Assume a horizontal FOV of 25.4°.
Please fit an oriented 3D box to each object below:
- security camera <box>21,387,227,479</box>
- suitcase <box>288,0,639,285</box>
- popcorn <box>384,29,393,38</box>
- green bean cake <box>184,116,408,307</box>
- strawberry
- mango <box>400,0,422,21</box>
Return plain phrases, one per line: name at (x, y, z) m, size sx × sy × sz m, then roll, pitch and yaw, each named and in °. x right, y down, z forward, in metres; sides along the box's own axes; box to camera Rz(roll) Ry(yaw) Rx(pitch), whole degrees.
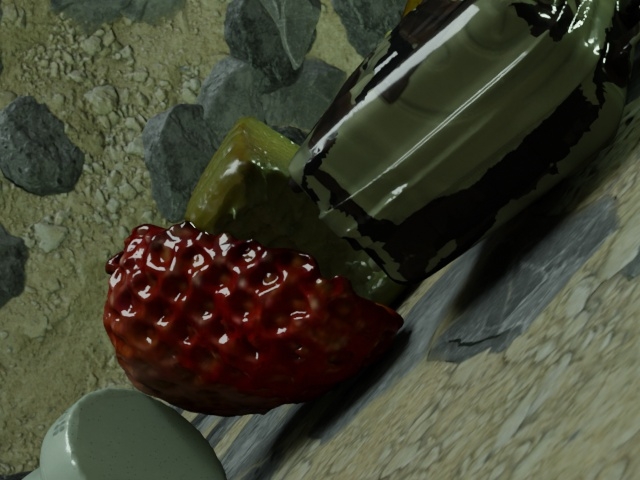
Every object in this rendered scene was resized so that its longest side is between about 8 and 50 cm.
security camera at (-0.222, 0.282, 1.366) m, size 0.236 × 0.194 × 0.194 m, roll -49°, pitch 3°, yaw 25°
suitcase at (0.162, -0.138, 1.222) m, size 0.339 × 0.194 × 0.351 m, roll -39°, pitch 9°, yaw 26°
popcorn at (0.172, -0.212, 1.876) m, size 0.256 × 0.195 × 0.255 m, roll -45°, pitch -4°, yaw 37°
green bean cake at (-0.023, -0.016, 1.532) m, size 0.124 × 0.236 × 0.233 m, roll -55°, pitch 11°, yaw 15°
strawberry at (-0.074, 0.097, 1.362) m, size 0.336 × 0.265 × 0.149 m, roll -1°, pitch 61°, yaw 53°
mango at (0.195, -0.233, 1.471) m, size 0.317 × 0.211 × 0.173 m, roll 114°, pitch 154°, yaw -47°
